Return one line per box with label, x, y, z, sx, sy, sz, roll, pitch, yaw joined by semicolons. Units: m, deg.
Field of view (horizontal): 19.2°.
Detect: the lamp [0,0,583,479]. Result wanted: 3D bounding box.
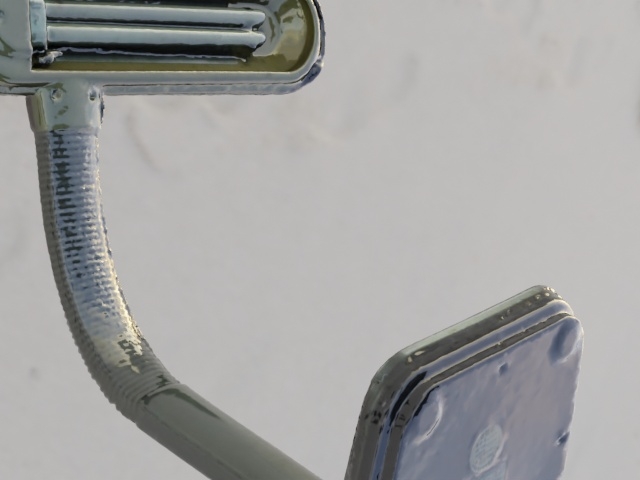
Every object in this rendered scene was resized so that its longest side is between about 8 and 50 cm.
lamp;-0.004;0.004;0.726;0.203;0.283;0.124;-19;142;-43
